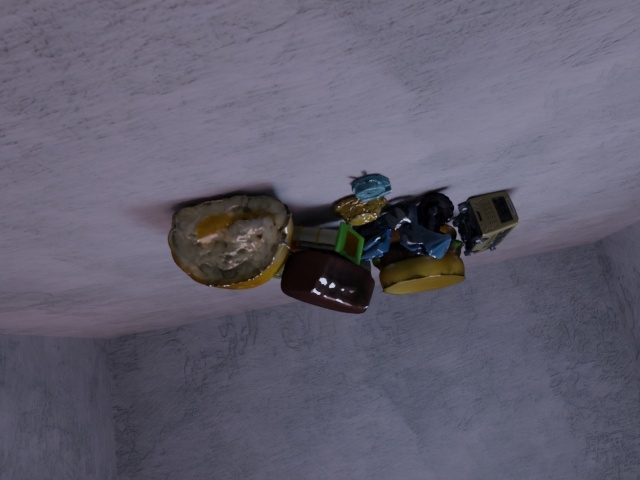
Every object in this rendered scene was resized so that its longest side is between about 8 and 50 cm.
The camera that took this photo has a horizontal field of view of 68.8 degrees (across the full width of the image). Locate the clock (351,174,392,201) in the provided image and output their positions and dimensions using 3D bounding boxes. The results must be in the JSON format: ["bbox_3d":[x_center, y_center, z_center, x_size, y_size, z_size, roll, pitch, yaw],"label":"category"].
[{"bbox_3d":[0.146,-0.163,1.426,0.108,0.045,0.147,-19,163,26],"label":"clock"}]

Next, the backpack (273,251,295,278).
[{"bbox_3d":[-0.174,0.067,1.905,0.206,0.140,0.253,-18,158,28],"label":"backpack"}]

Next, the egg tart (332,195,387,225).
[{"bbox_3d":[0.138,-0.103,1.601,0.191,0.075,0.191,-11,164,-3],"label":"egg tart"}]

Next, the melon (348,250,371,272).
[{"bbox_3d":[0.081,0.106,1.946,0.248,0.249,0.329,-8,-158,-11],"label":"melon"}]

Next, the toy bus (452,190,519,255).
[{"bbox_3d":[0.682,-0.061,1.946,0.201,0.177,0.365,-18,164,4],"label":"toy bus"}]

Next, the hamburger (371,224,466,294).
[{"bbox_3d":[0.435,0.065,2.037,0.394,0.278,0.396,-7,164,-2],"label":"hamburger"}]

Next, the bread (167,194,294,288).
[{"bbox_3d":[-0.244,0.033,1.478,0.360,0.251,0.394,-10,167,1],"label":"bread"}]

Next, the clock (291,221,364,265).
[{"bbox_3d":[0.000,0.000,1.708,0.255,0.106,0.219,8,168,27],"label":"clock"}]

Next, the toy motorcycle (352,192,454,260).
[{"bbox_3d":[0.306,-0.017,1.722,0.415,0.233,0.172,-18,175,29],"label":"toy motorcycle"}]

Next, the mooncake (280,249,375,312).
[{"bbox_3d":[0.026,0.139,1.628,0.325,0.174,0.334,15,164,6],"label":"mooncake"}]
